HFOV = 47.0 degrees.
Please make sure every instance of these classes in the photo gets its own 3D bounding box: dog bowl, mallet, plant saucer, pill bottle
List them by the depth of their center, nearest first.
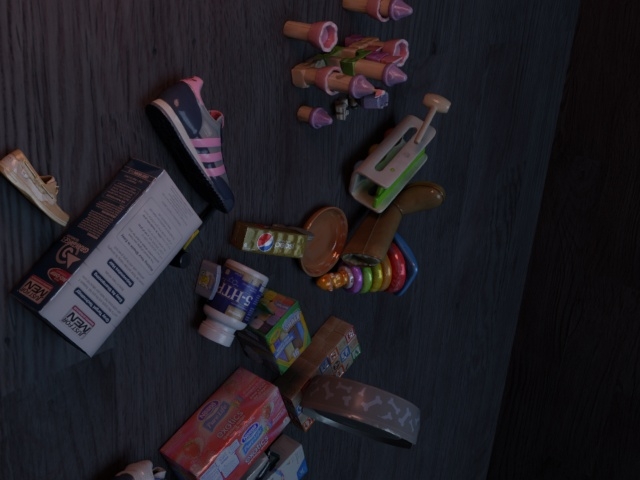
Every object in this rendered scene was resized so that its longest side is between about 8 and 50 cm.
[{"bbox_3d":[-0.268,-0.015,1.604,0.190,0.062,0.039,-50,143,-25],"label":"mallet"},{"bbox_3d":[-0.210,0.148,1.727,0.112,0.112,0.187,34,79,-55],"label":"pill bottle"},{"bbox_3d":[0.111,0.462,1.993,0.349,0.348,0.102,47,58,-53],"label":"dog bowl"},{"bbox_3d":[0.000,0.000,2.000,0.200,0.037,0.200,-30,131,-42],"label":"plant saucer"}]

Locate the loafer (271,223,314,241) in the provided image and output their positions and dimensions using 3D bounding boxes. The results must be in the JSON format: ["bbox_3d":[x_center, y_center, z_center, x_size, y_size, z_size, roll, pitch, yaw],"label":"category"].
[{"bbox_3d":[-0.075,-0.012,1.874,0.125,0.045,0.039,12,115,-34],"label":"loafer"}]

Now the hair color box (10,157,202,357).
[{"bbox_3d":[-0.400,0.029,1.411,0.347,0.105,0.174,-54,143,-21],"label":"hair color box"}]

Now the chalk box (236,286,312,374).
[{"bbox_3d":[-0.129,0.208,1.852,0.132,0.132,0.213,-46,141,-29],"label":"chalk box"}]

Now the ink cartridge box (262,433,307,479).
[{"bbox_3d":[-0.146,0.694,2.138,0.231,0.078,0.134,-41,137,-33],"label":"ink cartridge box"}]

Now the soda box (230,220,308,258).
[{"bbox_3d":[-0.121,-0.001,1.774,0.181,0.058,0.061,8,101,-39],"label":"soda box"}]

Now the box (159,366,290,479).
[{"bbox_3d":[-0.234,0.488,1.850,0.300,0.142,0.154,-45,140,-30],"label":"box"}]

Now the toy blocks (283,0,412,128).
[{"bbox_3d":[0.110,-0.398,1.739,0.288,0.260,0.309,-38,135,-37],"label":"toy blocks"}]

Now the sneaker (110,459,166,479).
[{"bbox_3d":[-0.420,0.648,1.698,0.236,0.130,0.323,-48,147,-37],"label":"sneaker"}]

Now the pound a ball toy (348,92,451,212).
[{"bbox_3d":[0.212,-0.261,2.039,0.319,0.135,0.208,-49,163,-30],"label":"pound a ball toy"}]

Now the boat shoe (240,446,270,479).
[{"bbox_3d":[-0.259,0.671,1.943,0.340,0.127,0.158,-40,154,-20],"label":"boat shoe"}]

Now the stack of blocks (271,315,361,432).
[{"bbox_3d":[-0.006,0.389,2.156,0.297,0.087,0.171,-47,140,-28],"label":"stack of blocks"}]

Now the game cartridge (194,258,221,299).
[{"bbox_3d":[-0.256,0.090,1.683,0.017,0.056,0.083,-1,108,-61],"label":"game cartridge"}]

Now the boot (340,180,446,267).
[{"bbox_3d":[0.208,-0.040,2.064,0.089,0.236,0.269,54,50,-32],"label":"boot"}]

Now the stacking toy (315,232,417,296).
[{"bbox_3d":[0.113,0.095,2.123,0.302,0.175,0.166,-14,150,-32],"label":"stacking toy"}]

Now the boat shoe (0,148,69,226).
[{"bbox_3d":[-0.483,-0.090,1.271,0.059,0.063,0.170,-50,141,-15],"label":"boat shoe"}]

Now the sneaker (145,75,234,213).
[{"bbox_3d":[-0.230,-0.192,1.517,0.131,0.112,0.319,-49,142,-22],"label":"sneaker"}]
